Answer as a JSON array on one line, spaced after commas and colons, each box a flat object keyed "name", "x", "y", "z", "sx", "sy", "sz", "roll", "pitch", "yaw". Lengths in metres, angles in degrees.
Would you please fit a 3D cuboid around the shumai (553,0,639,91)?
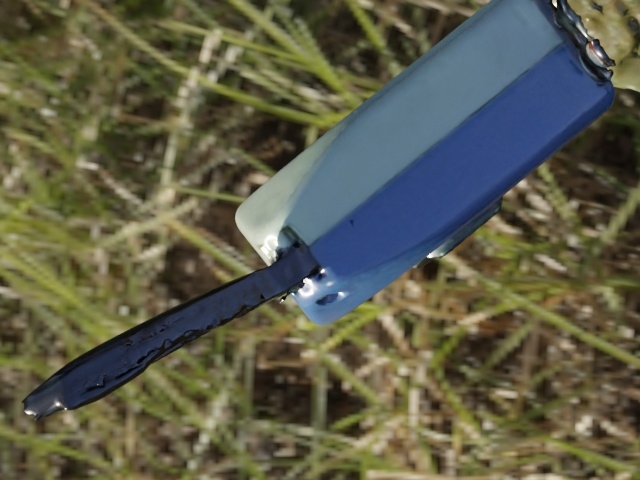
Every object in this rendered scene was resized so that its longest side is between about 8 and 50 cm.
[{"name": "shumai", "x": 0.234, "y": -0.277, "z": 1.329, "sx": 0.330, "sy": 0.292, "sz": 0.288, "roll": -63, "pitch": 22, "yaw": 15}]

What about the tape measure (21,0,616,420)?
[{"name": "tape measure", "x": 0.000, "y": 0.000, "z": 1.100, "sx": 0.351, "sy": 0.215, "sz": 0.098, "roll": -37, "pitch": 91, "yaw": -3}]
